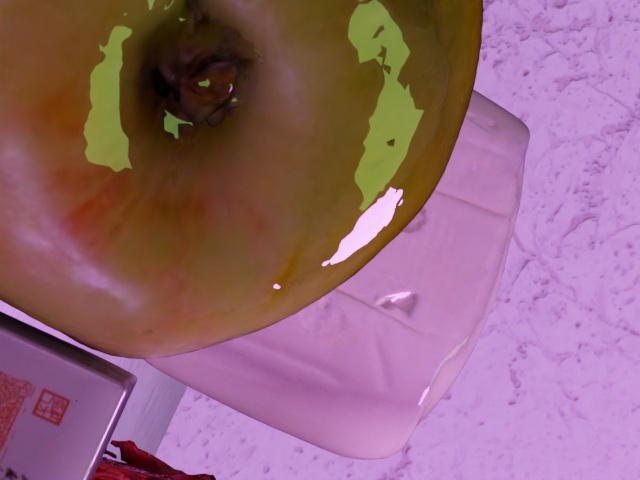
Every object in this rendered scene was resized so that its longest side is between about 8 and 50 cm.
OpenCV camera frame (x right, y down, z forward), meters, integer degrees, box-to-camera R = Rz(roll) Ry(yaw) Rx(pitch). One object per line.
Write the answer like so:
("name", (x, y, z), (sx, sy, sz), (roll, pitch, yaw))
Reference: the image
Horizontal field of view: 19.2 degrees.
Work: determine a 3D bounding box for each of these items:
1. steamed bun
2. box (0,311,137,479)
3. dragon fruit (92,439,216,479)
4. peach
("steamed bun", (0.000, 0.000, 2.083), (0.456, 0.371, 0.290), (-66, -176, -27))
("box", (-0.196, 0.079, 0.804), (0.141, 0.201, 0.058), (-64, -179, 1))
("dragon fruit", (-0.211, 0.308, 1.679), (0.295, 0.296, 0.301), (-58, 159, -70))
("peach", (-0.067, -0.110, 0.841), (0.315, 0.281, 0.314), (-121, -132, -78))
